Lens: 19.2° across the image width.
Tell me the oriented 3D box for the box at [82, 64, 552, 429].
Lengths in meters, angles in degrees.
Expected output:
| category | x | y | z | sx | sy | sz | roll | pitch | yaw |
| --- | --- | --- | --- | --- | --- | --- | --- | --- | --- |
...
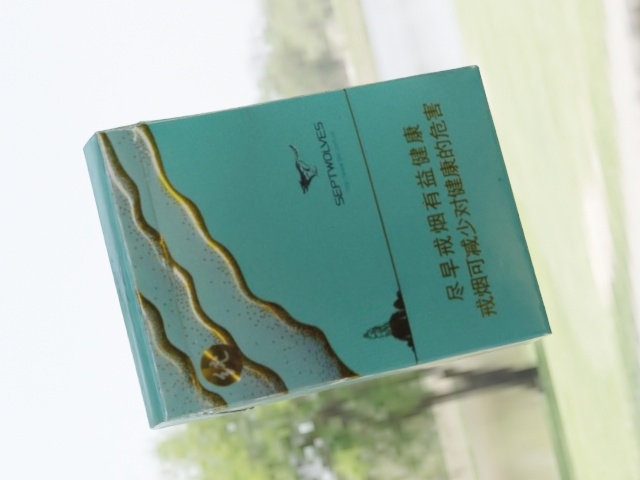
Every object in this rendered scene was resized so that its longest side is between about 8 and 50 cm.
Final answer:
| category | x | y | z | sx | sy | sz | roll | pitch | yaw |
| --- | --- | --- | --- | --- | --- | --- | --- | --- | --- |
| box | -0.001 | 0.000 | 1.034 | 0.041 | 0.229 | 0.162 | 143 | 114 | -68 |
